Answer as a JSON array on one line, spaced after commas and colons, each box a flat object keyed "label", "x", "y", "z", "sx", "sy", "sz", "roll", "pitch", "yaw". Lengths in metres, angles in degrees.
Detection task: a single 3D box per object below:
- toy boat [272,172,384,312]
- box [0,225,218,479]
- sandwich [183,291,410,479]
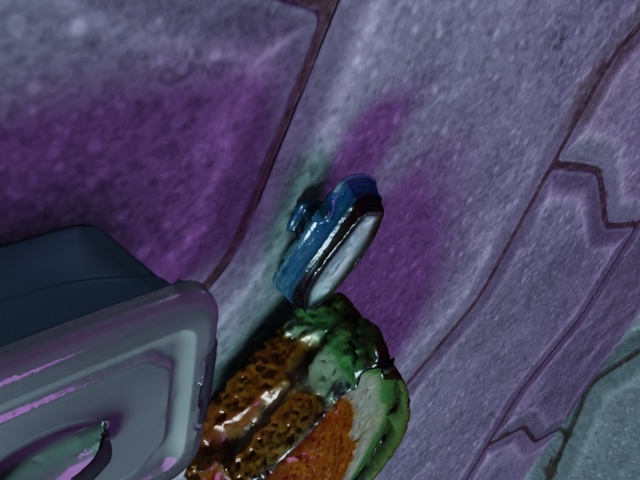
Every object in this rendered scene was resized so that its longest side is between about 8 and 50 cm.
[{"label": "toy boat", "x": 0.000, "y": 0.000, "z": 0.595, "sx": 0.060, "sy": 0.061, "sz": 0.137, "roll": -5, "pitch": 138, "yaw": -39}, {"label": "box", "x": -0.173, "y": 0.094, "z": 0.409, "sx": 0.227, "sy": 0.130, "sz": 0.162, "roll": -20, "pitch": 136, "yaw": -38}, {"label": "sandwich", "x": -0.018, "y": 0.171, "z": 0.687, "sx": 0.212, "sy": 0.109, "sz": 0.292, "roll": -37, "pitch": 149, "yaw": -4}]
